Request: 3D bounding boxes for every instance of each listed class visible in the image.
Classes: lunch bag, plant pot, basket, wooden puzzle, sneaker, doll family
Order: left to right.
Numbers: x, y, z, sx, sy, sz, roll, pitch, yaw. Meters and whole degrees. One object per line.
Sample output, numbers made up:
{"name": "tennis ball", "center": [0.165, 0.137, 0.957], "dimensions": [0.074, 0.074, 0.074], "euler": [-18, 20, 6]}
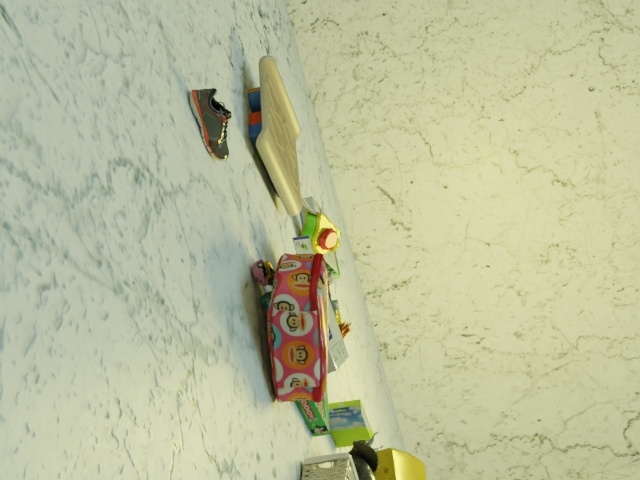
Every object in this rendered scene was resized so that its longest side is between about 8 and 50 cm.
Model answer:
{"name": "sneaker", "center": [-0.201, -0.226, 1.311], "dimensions": [0.061, 0.065, 0.158], "euler": [-93, 167, -51]}
{"name": "wooden puzzle", "center": [-0.131, -0.288, 1.876], "dimensions": [0.322, 0.080, 0.348], "euler": [66, 18, -50]}
{"name": "lunch bag", "center": [-0.042, 0.177, 1.442], "dimensions": [0.258, 0.120, 0.293], "euler": [-84, 173, -73]}
{"name": "doll family", "center": [0.022, 0.207, 1.943], "dimensions": [0.163, 0.118, 0.263], "euler": [-91, 166, -54]}
{"name": "basket", "center": [0.026, 0.564, 1.451], "dimensions": [0.103, 0.113, 0.167], "euler": [-62, 138, -72]}
{"name": "plant pot", "center": [0.198, 0.754, 2.042], "dimensions": [0.187, 0.212, 0.212], "euler": [55, 20, -36]}

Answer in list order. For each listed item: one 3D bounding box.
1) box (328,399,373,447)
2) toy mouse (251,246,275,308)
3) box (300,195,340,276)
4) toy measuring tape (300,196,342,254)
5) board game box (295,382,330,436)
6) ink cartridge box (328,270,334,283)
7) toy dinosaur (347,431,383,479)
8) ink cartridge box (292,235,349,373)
{"name": "box", "center": [0.075, 0.507, 1.868], "dimensions": [0.042, 0.109, 0.178], "euler": [-86, 162, -52]}
{"name": "toy mouse", "center": [-0.122, 0.098, 1.452], "dimensions": [0.143, 0.031, 0.161], "euler": [-92, 166, -54]}
{"name": "box", "center": [0.000, 0.000, 2.357], "dimensions": [0.322, 0.058, 0.232], "euler": [46, 32, -72]}
{"name": "toy measuring tape", "center": [-0.037, -0.039, 2.074], "dimensions": [0.330, 0.121, 0.121], "euler": [40, 34, -48]}
{"name": "board game box", "center": [-0.031, 0.301, 1.696], "dimensions": [0.317, 0.046, 0.213], "euler": [-94, 168, -48]}
{"name": "ink cartridge box", "center": [0.018, 0.131, 2.287], "dimensions": [0.083, 0.048, 0.028], "euler": [-58, 135, -78]}
{"name": "toy dinosaur", "center": [0.078, 0.592, 1.574], "dimensions": [0.313, 0.160, 0.121], "euler": [-96, 169, -46]}
{"name": "ink cartridge box", "center": [-0.022, 0.154, 1.647], "dimensions": [0.165, 0.065, 0.332], "euler": [-5, 78, -76]}
